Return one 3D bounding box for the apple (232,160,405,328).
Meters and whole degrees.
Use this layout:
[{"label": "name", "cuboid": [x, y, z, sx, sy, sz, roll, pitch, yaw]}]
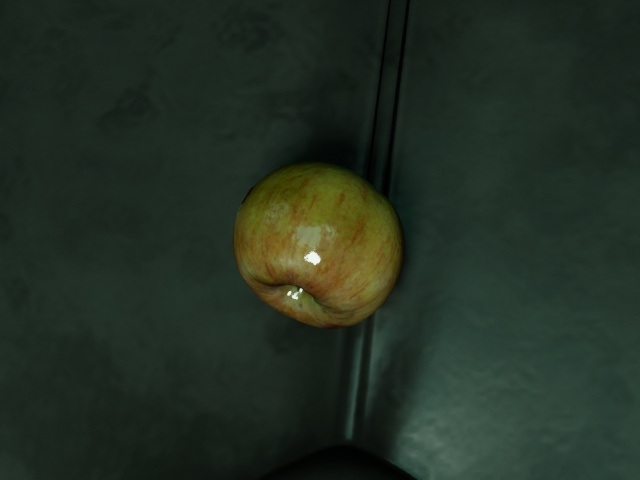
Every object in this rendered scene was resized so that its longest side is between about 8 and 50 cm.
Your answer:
[{"label": "apple", "cuboid": [0.000, 0.000, 0.844, 0.084, 0.084, 0.071, 17, 65, 24]}]
